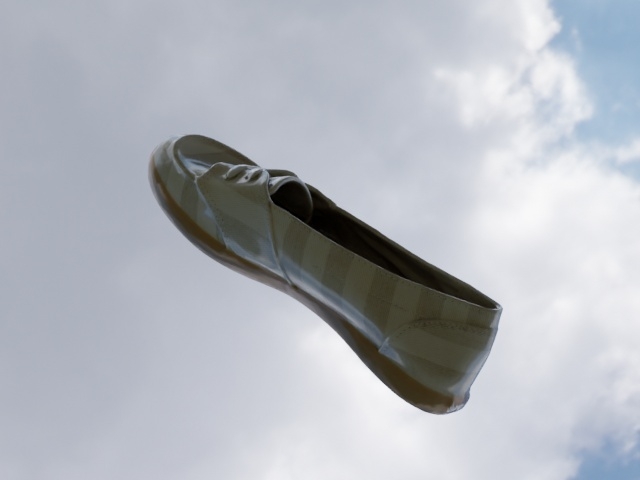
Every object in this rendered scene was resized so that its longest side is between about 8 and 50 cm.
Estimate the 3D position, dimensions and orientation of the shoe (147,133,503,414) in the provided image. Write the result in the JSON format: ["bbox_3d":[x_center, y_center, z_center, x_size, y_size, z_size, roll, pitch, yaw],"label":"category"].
[{"bbox_3d":[0.000,0.000,0.624,0.219,0.058,0.076,37,-152,22],"label":"shoe"}]
